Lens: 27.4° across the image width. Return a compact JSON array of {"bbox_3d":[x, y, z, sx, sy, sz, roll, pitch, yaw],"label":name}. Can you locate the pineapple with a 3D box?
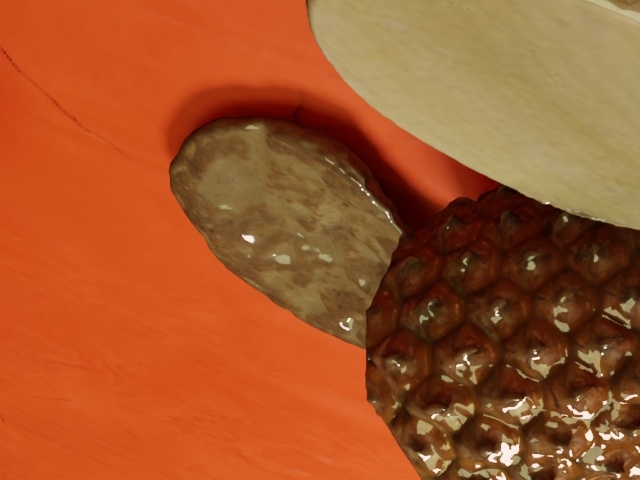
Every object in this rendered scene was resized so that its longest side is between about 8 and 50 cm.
[{"bbox_3d":[0.202,0.035,0.712,0.362,0.202,0.202,-18,128,34],"label":"pineapple"}]

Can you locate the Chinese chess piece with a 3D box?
[{"bbox_3d":[0.117,-0.094,0.565,0.250,0.101,0.250,24,167,6],"label":"Chinese chess piece"}]

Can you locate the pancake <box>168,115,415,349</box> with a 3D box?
[{"bbox_3d":[0.000,-0.001,0.930,0.236,0.042,0.222,34,152,-6],"label":"pancake"}]
